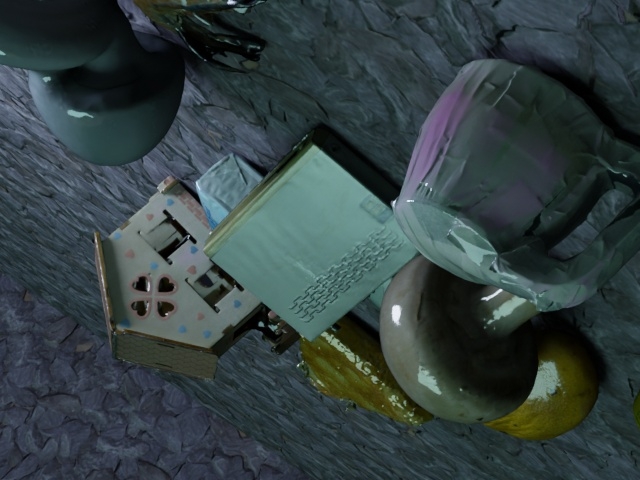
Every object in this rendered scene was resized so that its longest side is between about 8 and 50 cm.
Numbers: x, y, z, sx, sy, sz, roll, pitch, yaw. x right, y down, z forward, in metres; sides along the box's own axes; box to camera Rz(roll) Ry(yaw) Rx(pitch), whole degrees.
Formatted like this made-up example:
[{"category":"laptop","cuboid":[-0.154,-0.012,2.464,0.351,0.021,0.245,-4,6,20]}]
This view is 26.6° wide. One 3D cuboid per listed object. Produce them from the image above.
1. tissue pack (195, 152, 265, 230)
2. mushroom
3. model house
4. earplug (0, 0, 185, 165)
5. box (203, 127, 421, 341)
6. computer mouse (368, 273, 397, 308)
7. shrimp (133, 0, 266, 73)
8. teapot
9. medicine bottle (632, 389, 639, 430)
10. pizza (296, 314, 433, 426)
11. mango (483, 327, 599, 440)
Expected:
[{"category":"tissue pack","cuboid":[-0.071,0.011,1.875,0.177,0.089,0.263,42,165,22]},{"category":"mushroom","cuboid":[0.180,0.092,1.508,0.207,0.207,0.215,42,127,-15]},{"category":"model house","cuboid":[-0.217,0.096,2.063,0.326,0.244,0.169,45,157,8]},{"category":"earplug","cuboid":[-0.301,-0.220,1.563,0.175,0.214,0.325,-34,120,28]},{"category":"box","cuboid":[0.000,0.000,1.644,0.211,0.045,0.270,39,135,-7]},{"category":"computer mouse","cuboid":[0.074,0.042,1.737,0.229,0.068,0.113,37,161,-2]},{"category":"shrimp","cuboid":[-0.103,-0.230,1.405,0.219,0.046,0.152,3,151,46]},{"category":"teapot","cuboid":[0.174,-0.033,1.182,0.222,0.178,0.163,35,163,4]},{"category":"medicine bottle","cuboid":[0.394,0.163,1.447,0.095,0.064,0.260,43,163,19]},{"category":"pizza","cuboid":[0.032,0.190,2.185,0.280,0.075,0.288,46,158,-12]},{"category":"mango","cuboid":[0.254,0.181,1.680,0.157,0.109,0.262,41,161,1]}]
